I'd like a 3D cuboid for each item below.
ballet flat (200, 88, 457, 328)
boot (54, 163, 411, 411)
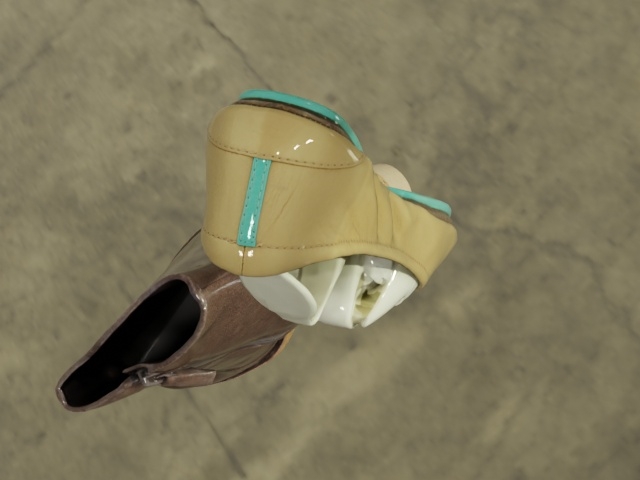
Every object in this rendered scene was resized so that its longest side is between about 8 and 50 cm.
[{"bbox_3d":[0.000,0.000,0.728,0.232,0.080,0.073,31,71,-70],"label":"ballet flat"},{"bbox_3d":[-0.079,0.042,0.987,0.248,0.090,0.207,-37,174,41],"label":"boot"}]
